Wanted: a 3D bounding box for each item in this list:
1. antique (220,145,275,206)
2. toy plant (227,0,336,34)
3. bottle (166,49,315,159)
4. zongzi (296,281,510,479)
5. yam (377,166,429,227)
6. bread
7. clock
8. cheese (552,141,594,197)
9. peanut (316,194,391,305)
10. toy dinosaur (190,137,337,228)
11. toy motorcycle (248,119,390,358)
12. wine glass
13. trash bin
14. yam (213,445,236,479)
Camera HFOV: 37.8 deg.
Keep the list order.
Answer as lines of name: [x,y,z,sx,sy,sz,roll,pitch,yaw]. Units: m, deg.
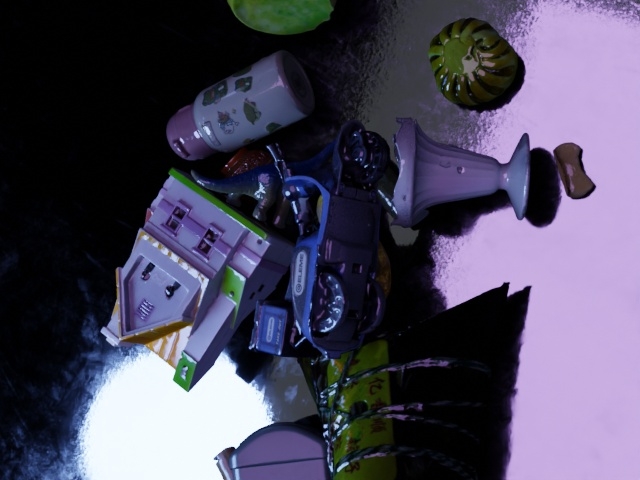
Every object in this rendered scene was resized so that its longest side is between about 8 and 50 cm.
antique: [-0.110,-0.102,1.546,0.104,0.104,0.104,-2,85,25]
toy plant: [-0.064,-0.513,1.542,0.224,0.184,0.315,-6,67,20]
bottle: [-0.142,-0.215,1.560,0.253,0.120,0.120,-21,77,22]
zongzi: [0.158,0.239,1.332,0.362,0.319,0.383,-34,55,21]
yam: [0.110,-0.078,1.468,0.054,0.054,0.132,-45,70,15]
bread: [0.227,-0.274,1.420,0.130,0.071,0.139,-27,75,25]
clock: [-0.219,0.073,1.549,0.235,0.166,0.309,34,93,23]
cheese: [0.369,-0.104,1.362,0.044,0.030,0.083,-14,74,2]
peanut: [0.053,0.006,1.469,0.087,0.087,0.206,-26,74,21]
toy dinosaur: [-0.066,-0.121,1.474,0.188,0.248,0.075,-67,24,7]
toy motorcycle: [0.000,0.000,1.368,0.213,0.125,0.358,7,88,46]
wine glass: [0.199,-0.099,1.353,0.197,0.165,0.164,1,86,7]
trash bin: [-0.046,0.402,1.452,0.177,0.101,0.236,-8,75,12]
yam: [-0.100,0.461,1.523,0.046,0.046,0.264,-36,73,18]
